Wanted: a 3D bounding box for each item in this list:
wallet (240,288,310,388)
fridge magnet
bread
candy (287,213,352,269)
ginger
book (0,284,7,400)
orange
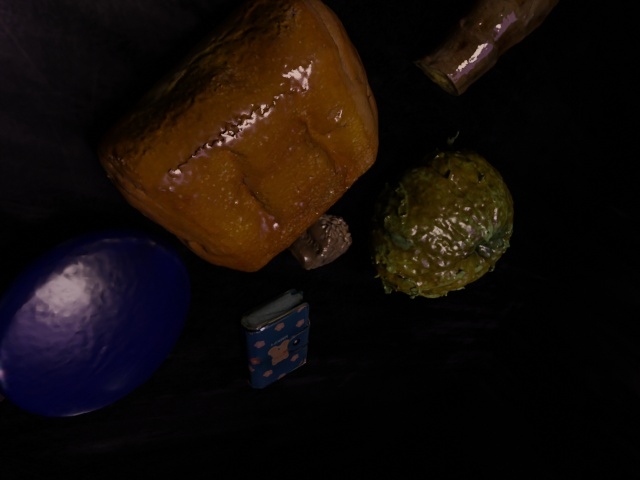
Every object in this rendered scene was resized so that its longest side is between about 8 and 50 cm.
[{"bbox_3d":[-0.083,0.193,1.075,0.141,0.059,0.202,-27,141,-27],"label":"wallet"},{"bbox_3d":[-0.287,0.102,0.709,0.265,0.113,0.265,-32,137,-36],"label":"fridge magnet"},{"bbox_3d":[-0.062,-0.109,0.713,0.337,0.148,0.328,-42,145,-4],"label":"bread"},{"bbox_3d":[0.000,0.000,0.955,0.095,0.085,0.110,-47,157,18],"label":"candy"},{"bbox_3d":[0.268,-0.340,0.858,0.263,0.116,0.109,-42,105,4],"label":"ginger"},{"bbox_3d":[-0.434,0.119,0.673,0.157,0.026,0.231,-44,145,-1],"label":"book"},{"bbox_3d":[0.226,-0.024,1.034,0.301,0.223,0.300,-25,135,-25],"label":"orange"}]
